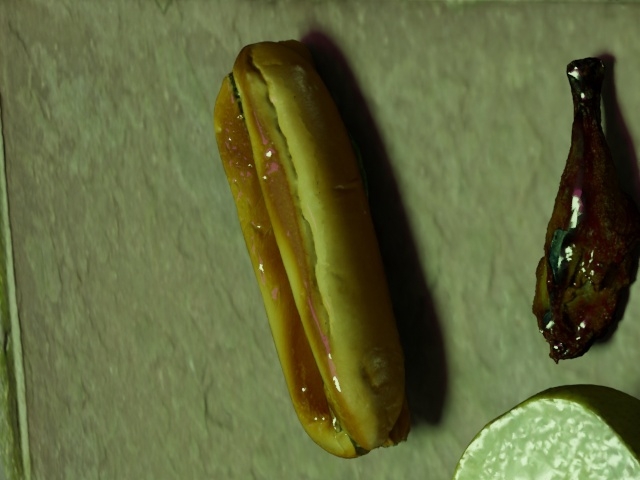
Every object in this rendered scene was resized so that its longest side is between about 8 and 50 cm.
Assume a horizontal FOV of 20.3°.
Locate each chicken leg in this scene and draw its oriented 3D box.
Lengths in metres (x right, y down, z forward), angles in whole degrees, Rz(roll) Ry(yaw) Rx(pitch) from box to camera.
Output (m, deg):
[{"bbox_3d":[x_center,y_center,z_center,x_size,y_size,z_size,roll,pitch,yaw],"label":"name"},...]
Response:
[{"bbox_3d":[0.122,-0.011,0.833,0.062,0.037,0.145,-122,34,-57],"label":"chicken leg"}]

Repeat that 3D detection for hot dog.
[{"bbox_3d":[0.000,0.000,1.004,0.100,0.068,0.250,126,130,-64],"label":"hot dog"}]

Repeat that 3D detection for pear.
[{"bbox_3d":[0.130,0.134,0.789,0.141,0.104,0.141,-5,82,39],"label":"pear"}]
